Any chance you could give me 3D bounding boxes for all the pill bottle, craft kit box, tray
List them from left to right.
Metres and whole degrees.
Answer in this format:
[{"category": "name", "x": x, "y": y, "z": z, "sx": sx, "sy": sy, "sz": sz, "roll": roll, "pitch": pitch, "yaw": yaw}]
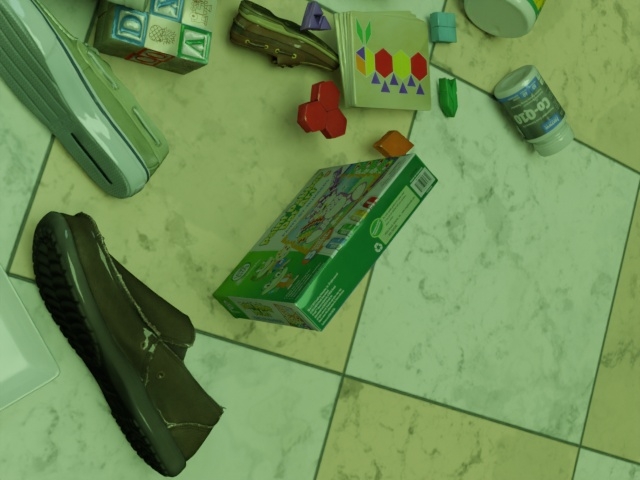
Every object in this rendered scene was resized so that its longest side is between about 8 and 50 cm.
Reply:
[{"category": "tray", "x": -0.430, "y": 0.078, "z": 1.046, "sx": 0.145, "sy": 0.030, "sz": 0.270, "roll": -31, "pitch": 104, "yaw": -25}, {"category": "craft kit box", "x": 0.000, "y": 0.000, "z": 1.165, "sx": 0.061, "sy": 0.246, "sz": 0.250, "roll": 46, "pitch": 69, "yaw": -18}, {"category": "pill bottle", "x": 0.318, "y": -0.435, "z": 1.420, "sx": 0.117, "sy": 0.117, "sz": 0.208, "roll": 34, "pitch": 73, "yaw": -25}, {"category": "pill bottle", "x": 0.348, "y": -0.208, "z": 1.457, "sx": 0.078, "sy": 0.078, "sz": 0.137, "roll": -47, "pitch": 110, "yaw": -21}]

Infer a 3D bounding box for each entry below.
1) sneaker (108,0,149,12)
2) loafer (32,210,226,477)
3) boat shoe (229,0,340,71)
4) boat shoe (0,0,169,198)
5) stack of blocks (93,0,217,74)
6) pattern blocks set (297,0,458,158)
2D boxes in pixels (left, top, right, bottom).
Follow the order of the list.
[{"category": "sneaker", "x": -0.246, "y": -0.426, "z": 1.026, "sx": 0.169, "sy": 0.108, "sz": 0.293, "roll": 14, "pitch": 86, "yaw": -8}, {"category": "loafer", "x": -0.232, "y": 0.114, "z": 1.112, "sx": 0.130, "sy": 0.133, "sz": 0.366, "roll": -35, "pitch": 116, "yaw": -29}, {"category": "boat shoe", "x": -0.049, "y": -0.272, "z": 1.252, "sx": 0.178, "sy": 0.064, "sz": 0.060, "roll": 18, "pitch": 114, "yaw": -36}, {"category": "boat shoe", "x": -0.301, "y": -0.190, "z": 1.094, "sx": 0.094, "sy": 0.109, "sz": 0.302, "roll": -52, "pitch": 122, "yaw": -37}, {"category": "stack of blocks", "x": -0.178, "y": -0.373, "z": 1.158, "sx": 0.171, "sy": 0.087, "sz": 0.297, "roll": 11, "pitch": 84, "yaw": -29}, {"category": "pattern blocks set", "x": 0.092, "y": -0.260, "z": 1.308, "sx": 0.324, "sy": 0.026, "sz": 0.286, "roll": 6, "pitch": 86, "yaw": -43}]
